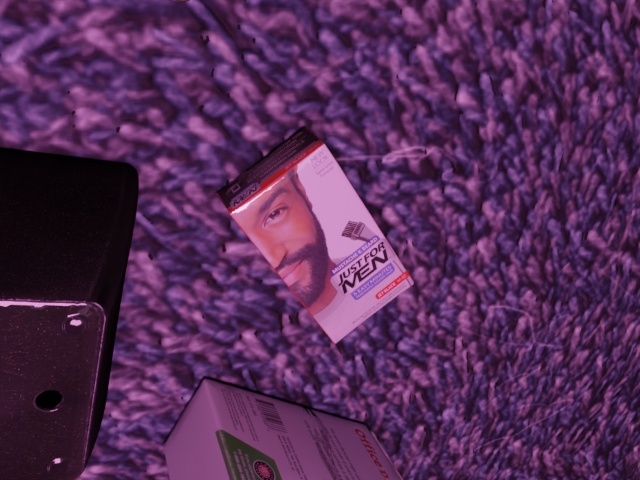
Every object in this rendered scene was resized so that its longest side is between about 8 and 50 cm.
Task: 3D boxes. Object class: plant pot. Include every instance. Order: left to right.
[{"bbox_3d":[-0.214,0.051,0.393,0.188,0.167,0.187,5,111,-26],"label":"plant pot"}]

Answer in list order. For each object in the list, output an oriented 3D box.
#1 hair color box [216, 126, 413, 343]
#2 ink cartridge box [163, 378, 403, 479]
[{"bbox_3d":[0.000,0.000,0.527,0.093,0.053,0.167,-38,122,-2],"label":"hair color box"},{"bbox_3d":[-0.023,0.228,0.569,0.209,0.153,0.086,25,103,-30],"label":"ink cartridge box"}]
